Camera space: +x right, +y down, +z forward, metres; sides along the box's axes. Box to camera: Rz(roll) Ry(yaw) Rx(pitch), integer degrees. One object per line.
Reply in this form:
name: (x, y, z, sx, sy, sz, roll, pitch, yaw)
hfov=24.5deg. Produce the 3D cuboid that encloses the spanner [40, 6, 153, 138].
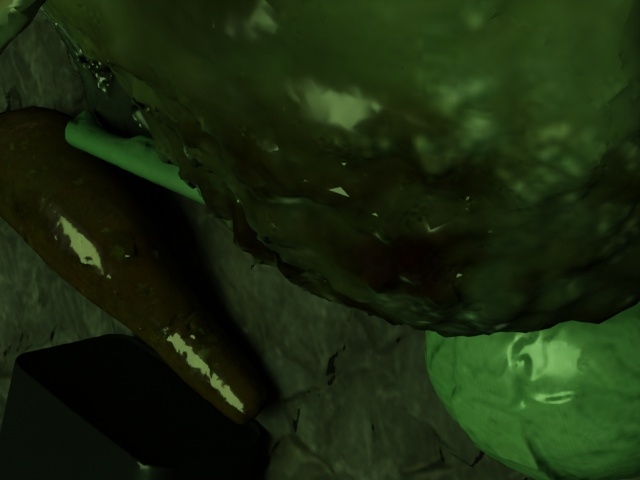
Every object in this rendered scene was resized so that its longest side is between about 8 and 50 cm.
spanner: (-0.176, -0.167, 0.843, 0.325, 0.026, 0.093, 52, 148, -13)

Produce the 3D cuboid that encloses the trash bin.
trash bin: (-0.132, 0.194, 0.919, 0.165, 0.115, 0.225, 30, 119, 39)

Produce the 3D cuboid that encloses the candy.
candy: (0.000, 0.000, 0.725, 0.440, 0.119, 0.119, 22, 115, 43)

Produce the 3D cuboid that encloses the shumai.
shumai: (0.002, -0.182, 0.461, 0.395, 0.348, 0.395, -5, 78, 26)

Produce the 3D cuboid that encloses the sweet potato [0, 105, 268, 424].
sweet potato: (-0.149, -0.016, 0.916, 0.346, 0.079, 0.108, 39, 160, 34)
